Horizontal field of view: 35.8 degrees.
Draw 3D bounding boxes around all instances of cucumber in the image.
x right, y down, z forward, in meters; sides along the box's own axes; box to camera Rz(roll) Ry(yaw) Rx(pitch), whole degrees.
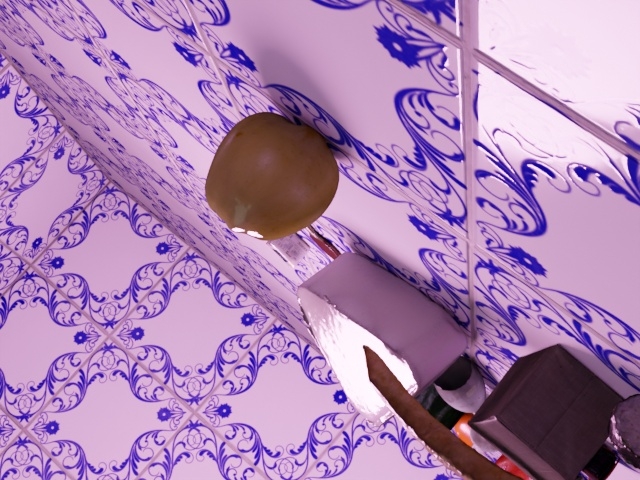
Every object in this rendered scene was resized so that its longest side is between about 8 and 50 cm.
[{"bbox_3d":[0.257,0.330,2.199,0.191,0.130,0.191,39,177,3],"label":"cucumber"}]

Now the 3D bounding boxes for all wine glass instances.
[{"bbox_3d":[0.378,0.368,2.014,0.264,0.096,0.309,26,161,37],"label":"wine glass"}]

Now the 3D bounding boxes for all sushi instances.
[{"bbox_3d":[0.451,0.269,1.310,0.150,0.090,0.078,35,172,22],"label":"sushi"}]

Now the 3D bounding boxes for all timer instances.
[{"bbox_3d":[0.352,0.423,2.273,0.136,0.099,0.136,33,156,17],"label":"timer"}]

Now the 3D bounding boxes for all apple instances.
[{"bbox_3d":[-0.072,-0.096,1.464,0.200,0.200,0.200,40,170,9],"label":"apple"}]

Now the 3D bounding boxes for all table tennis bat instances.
[{"bbox_3d":[0.000,0.000,2.054,0.156,0.013,0.087,46,171,-35],"label":"table tennis bat"}]

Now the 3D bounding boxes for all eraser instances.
[{"bbox_3d":[0.121,0.213,1.892,0.331,0.150,0.331,39,148,30],"label":"eraser"}]

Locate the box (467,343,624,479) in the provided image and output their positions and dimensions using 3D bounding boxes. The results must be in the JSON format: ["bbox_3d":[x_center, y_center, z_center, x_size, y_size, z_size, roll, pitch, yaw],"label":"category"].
[{"bbox_3d":[0.348,0.273,1.530,0.155,0.149,0.231,40,170,7],"label":"box"}]

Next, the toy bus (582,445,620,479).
[{"bbox_3d":[0.424,0.343,1.785,0.235,0.073,0.096,39,178,17],"label":"toy bus"}]

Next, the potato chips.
[{"bbox_3d":[0.204,0.323,1.644,0.407,0.080,0.057,38,179,26],"label":"potato chips"}]

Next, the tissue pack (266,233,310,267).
[{"bbox_3d":[-0.073,0.012,2.222,0.083,0.062,0.042,44,164,-18],"label":"tissue pack"}]

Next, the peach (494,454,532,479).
[{"bbox_3d":[0.490,0.607,2.250,0.258,0.201,0.361,36,168,31],"label":"peach"}]
